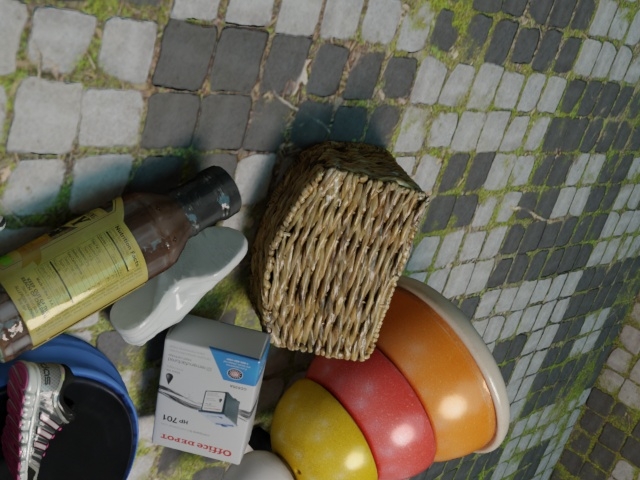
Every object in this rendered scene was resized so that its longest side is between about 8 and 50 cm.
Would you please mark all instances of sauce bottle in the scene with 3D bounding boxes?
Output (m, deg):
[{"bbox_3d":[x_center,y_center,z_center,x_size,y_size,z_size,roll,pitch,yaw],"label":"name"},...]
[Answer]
[{"bbox_3d":[-0.248,0.013,0.982,0.344,0.111,0.111,-32,137,-31],"label":"sauce bottle"}]

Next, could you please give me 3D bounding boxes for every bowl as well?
[{"bbox_3d":[-0.405,0.301,1.048,0.391,0.077,0.391,-29,135,-33],"label":"bowl"}]

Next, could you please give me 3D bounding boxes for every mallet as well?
[{"bbox_3d":[-0.080,0.403,1.506,0.039,0.062,0.189,-43,142,-16],"label":"mallet"}]

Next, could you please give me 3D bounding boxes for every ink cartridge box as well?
[{"bbox_3d":[-0.160,0.216,1.198,0.082,0.140,0.190,-73,176,-65],"label":"ink cartridge box"}]

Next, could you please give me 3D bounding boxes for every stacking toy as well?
[{"bbox_3d":[0.036,0.306,1.357,0.480,0.350,0.350,-30,137,-22],"label":"stacking toy"}]

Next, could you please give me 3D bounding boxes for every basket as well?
[{"bbox_3d":[0.000,0.000,1.269,0.213,0.223,0.299,12,111,-17],"label":"basket"}]

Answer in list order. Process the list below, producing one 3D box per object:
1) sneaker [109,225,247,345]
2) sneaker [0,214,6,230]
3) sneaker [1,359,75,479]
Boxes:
[{"bbox_3d":[-0.188,0.064,1.131,0.212,0.080,0.094,-37,152,-14],"label":"sneaker"},{"bbox_3d":[-0.367,-0.034,0.874,0.083,0.032,0.037,20,101,-54],"label":"sneaker"},{"bbox_3d":[-0.322,0.211,0.955,0.075,0.063,0.170,-5,115,-40],"label":"sneaker"}]
